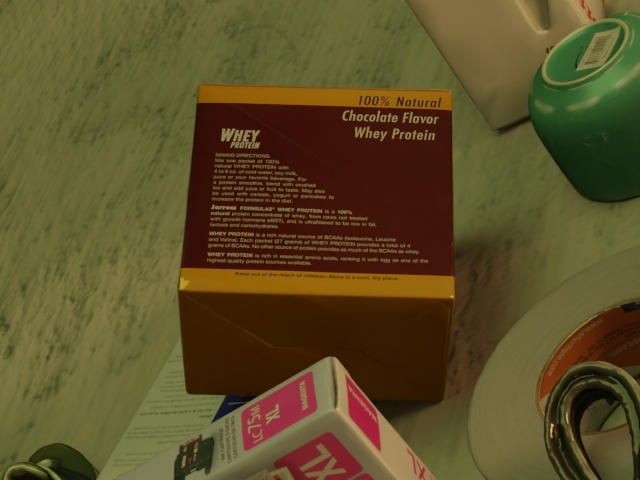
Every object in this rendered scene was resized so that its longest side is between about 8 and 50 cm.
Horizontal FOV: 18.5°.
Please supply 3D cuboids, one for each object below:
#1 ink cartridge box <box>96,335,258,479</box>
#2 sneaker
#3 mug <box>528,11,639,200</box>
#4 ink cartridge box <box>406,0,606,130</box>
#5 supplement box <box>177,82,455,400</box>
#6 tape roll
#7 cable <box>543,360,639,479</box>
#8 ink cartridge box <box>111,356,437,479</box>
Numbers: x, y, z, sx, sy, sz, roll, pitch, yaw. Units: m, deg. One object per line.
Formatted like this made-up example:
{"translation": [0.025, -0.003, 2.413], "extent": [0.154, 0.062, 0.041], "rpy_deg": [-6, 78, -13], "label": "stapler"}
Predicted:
{"translation": [-0.055, 0.120, 1.513], "extent": [0.176, 0.069, 0.371], "rpy_deg": [-8, 39, 41], "label": "ink cartridge box"}
{"translation": [-0.218, 0.199, 1.559], "extent": [0.064, 0.086, 0.192], "rpy_deg": [-37, 29, 3], "label": "sneaker"}
{"translation": [0.220, -0.115, 1.500], "extent": [0.129, 0.097, 0.158], "rpy_deg": [-36, 30, 5], "label": "mug"}
{"translation": [0.144, -0.266, 1.679], "extent": [0.121, 0.211, 0.289], "rpy_deg": [-26, 31, 20], "label": "ink cartridge box"}
{"translation": [0.000, 0.000, 1.434], "extent": [0.191, 0.129, 0.194], "rpy_deg": [1, 52, 0], "label": "supplement box"}
{"translation": [0.204, 0.101, 1.245], "extent": [0.219, 0.072, 0.219], "rpy_deg": [-27, 31, 18], "label": "tape roll"}
{"translation": [0.171, 0.194, 1.077], "extent": [0.139, 0.072, 0.287], "rpy_deg": [-11, 64, 32], "label": "cable"}
{"translation": [-0.069, 0.219, 1.267], "extent": [0.311, 0.186, 0.065], "rpy_deg": [-29, 33, 17], "label": "ink cartridge box"}
